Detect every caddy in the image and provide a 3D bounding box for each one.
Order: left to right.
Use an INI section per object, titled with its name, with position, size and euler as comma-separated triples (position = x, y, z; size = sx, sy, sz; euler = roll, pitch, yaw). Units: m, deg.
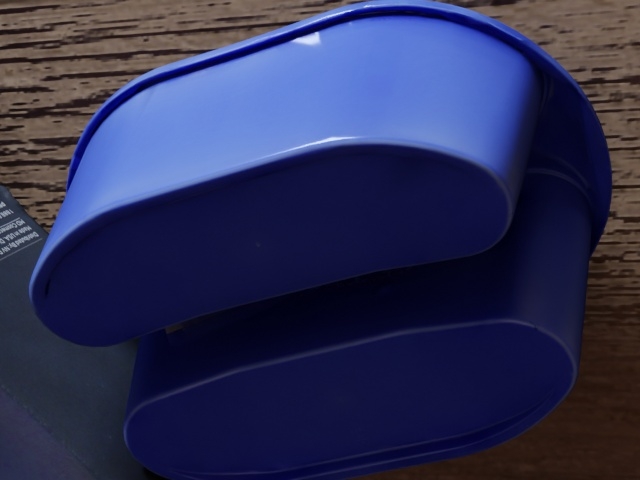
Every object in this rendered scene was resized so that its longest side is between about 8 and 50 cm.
[caddy]
position = 0.000, 0.000, 0.723
size = 0.341, 0.179, 0.241
euler = -14, 122, 19

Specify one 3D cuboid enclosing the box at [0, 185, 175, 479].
[box]
position = -0.232, 0.177, 0.839
size = 0.294, 0.183, 0.296
euler = 42, 113, 2
